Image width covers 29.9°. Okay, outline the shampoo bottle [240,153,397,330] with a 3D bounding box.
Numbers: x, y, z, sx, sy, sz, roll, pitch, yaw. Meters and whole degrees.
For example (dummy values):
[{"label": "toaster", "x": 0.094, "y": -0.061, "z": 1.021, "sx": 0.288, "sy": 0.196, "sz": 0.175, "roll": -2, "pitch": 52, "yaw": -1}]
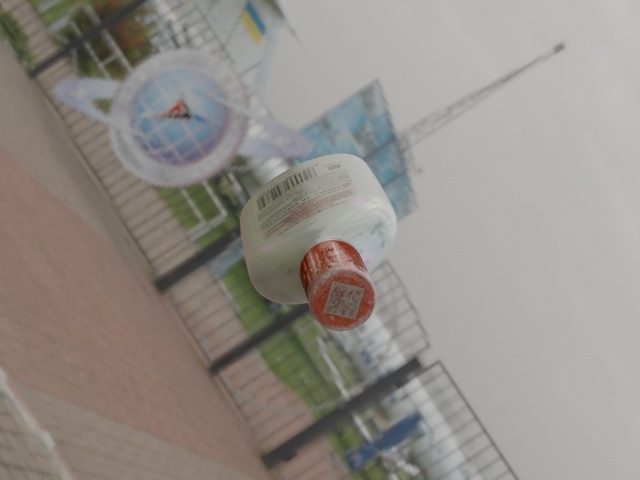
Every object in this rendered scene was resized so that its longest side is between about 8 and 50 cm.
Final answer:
[{"label": "shampoo bottle", "x": 0.000, "y": 0.000, "z": 0.807, "sx": 0.221, "sy": 0.108, "sz": 0.051, "roll": -111, "pitch": 175, "yaw": -70}]
